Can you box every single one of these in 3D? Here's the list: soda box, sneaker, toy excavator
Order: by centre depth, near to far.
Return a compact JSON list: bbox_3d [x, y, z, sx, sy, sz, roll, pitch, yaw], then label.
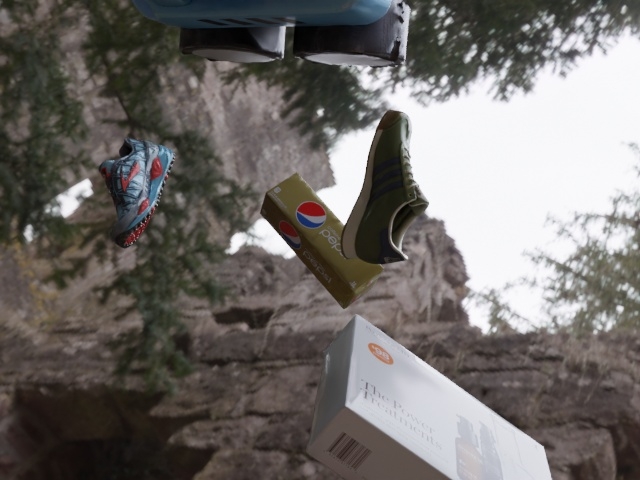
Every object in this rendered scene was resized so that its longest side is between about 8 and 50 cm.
[{"bbox_3d":[-0.055,-0.272,0.711,0.433,0.445,0.222,8,-85,34],"label":"toy excavator"},{"bbox_3d":[0.095,-0.059,1.111,0.086,0.064,0.192,14,-101,29],"label":"sneaker"},{"bbox_3d":[0.000,0.000,1.248,0.181,0.058,0.061,48,-26,13],"label":"soda box"},{"bbox_3d":[-0.371,-0.094,1.770,0.125,0.262,0.104,25,-48,-14],"label":"sneaker"}]

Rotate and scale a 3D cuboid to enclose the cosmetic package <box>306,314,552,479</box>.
[{"bbox_3d":[0.167,0.297,1.326,0.377,0.284,0.097,36,-73,-8],"label":"cosmetic package"}]
